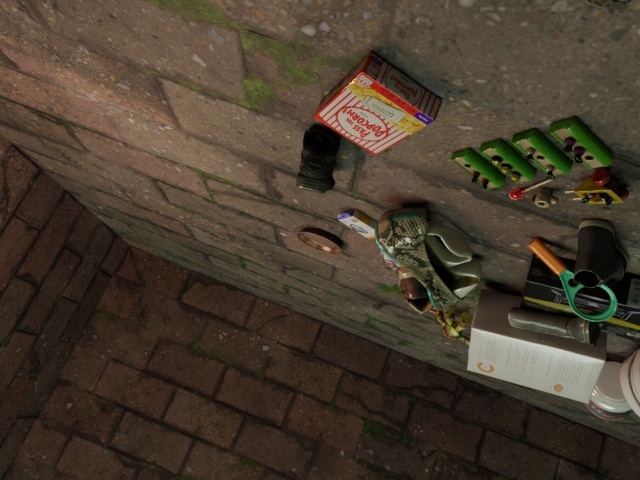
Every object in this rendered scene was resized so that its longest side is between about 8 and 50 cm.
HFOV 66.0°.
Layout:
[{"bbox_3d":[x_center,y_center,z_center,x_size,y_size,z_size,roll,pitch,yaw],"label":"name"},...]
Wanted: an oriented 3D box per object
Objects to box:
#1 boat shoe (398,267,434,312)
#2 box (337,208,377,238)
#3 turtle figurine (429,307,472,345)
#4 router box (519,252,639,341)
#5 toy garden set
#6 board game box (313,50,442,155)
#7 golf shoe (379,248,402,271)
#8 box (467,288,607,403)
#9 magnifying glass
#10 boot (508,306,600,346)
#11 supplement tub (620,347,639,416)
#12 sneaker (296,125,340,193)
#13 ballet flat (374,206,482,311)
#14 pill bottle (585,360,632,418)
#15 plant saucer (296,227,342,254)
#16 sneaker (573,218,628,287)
[{"bbox_3d":[0.314,0.174,1.589,0.123,0.123,0.342,-7,162,11],"label":"boat shoe"},{"bbox_3d":[0.116,-0.049,1.410,0.136,0.028,0.081,33,160,-23],"label":"box"},{"bbox_3d":[0.507,0.326,1.896,0.269,0.087,0.217,46,163,35],"label":"turtle figurine"},{"bbox_3d":[0.665,0.144,1.215,0.309,0.081,0.243,15,161,23],"label":"router box"},{"bbox_3d":[0.382,-0.107,0.863,0.204,0.049,0.244,31,161,-25],"label":"toy garden set"},{"bbox_3d":[0.093,-0.229,0.861,0.147,0.045,0.193,28,162,-17],"label":"board game box"},{"bbox_3d":[0.234,0.041,1.484,0.086,0.067,0.186,-9,158,26],"label":"golf shoe"},{"bbox_3d":[0.629,0.306,1.455,0.345,0.168,0.215,11,135,23],"label":"box"},{"bbox_3d":[0.560,0.086,1.102,0.231,0.026,0.092,47,121,8],"label":"magnifying glass"},{"bbox_3d":[0.590,0.207,1.260,0.208,0.076,0.189,19,163,36],"label":"boot"},{"bbox_3d":[0.891,0.315,1.124,0.241,0.241,0.331,22,155,1],"label":"supplement tub"},{"bbox_3d":[0.000,-0.178,1.091,0.087,0.130,0.227,17,-170,3],"label":"sneaker"},{"bbox_3d":[0.323,0.062,1.312,0.182,0.164,0.483,-14,143,30],"label":"ballet flat"},{"bbox_3d":[1.039,0.531,1.758,0.176,0.176,0.318,12,160,31],"label":"pill bottle"},{"bbox_3d":[0.000,0.000,1.697,0.168,0.029,0.168,21,162,7],"label":"plant saucer"},{"bbox_3d":[0.568,0.059,1.015,0.083,0.118,0.222,5,155,45],"label":"sneaker"}]
